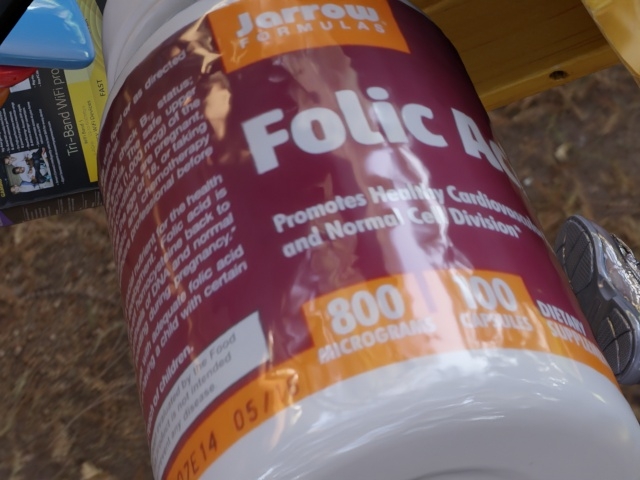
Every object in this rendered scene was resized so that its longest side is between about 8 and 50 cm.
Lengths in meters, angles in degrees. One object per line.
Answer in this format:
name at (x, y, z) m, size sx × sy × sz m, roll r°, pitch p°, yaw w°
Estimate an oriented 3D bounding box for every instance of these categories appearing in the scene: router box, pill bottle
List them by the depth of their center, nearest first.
pill bottle at (0.000, 0.000, 0.699) m, size 0.224 × 0.224 × 0.392 m, roll 2°, pitch 45°, yaw -22°
router box at (-0.240, -0.187, 1.257) m, size 0.242 × 0.081 × 0.309 m, roll -12°, pitch 82°, yaw -12°

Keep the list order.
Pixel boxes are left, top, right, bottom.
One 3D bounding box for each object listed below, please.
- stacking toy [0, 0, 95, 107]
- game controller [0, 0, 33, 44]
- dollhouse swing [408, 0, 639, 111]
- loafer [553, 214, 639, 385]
stacking toy at (-0.329, -0.101, 0.970) m, size 0.175 × 0.302 × 0.165 m, roll 52°, pitch 28°, yaw 20°
game controller at (-0.147, -0.198, 0.575) m, size 0.166 × 0.067 × 0.319 m, roll 32°, pitch 84°, yaw 17°
dollhouse swing at (0.079, -0.128, 0.806) m, size 0.347 × 0.315 × 0.305 m, roll 31°, pitch 46°, yaw -55°
loafer at (0.365, 0.077, 1.581) m, size 0.095 × 0.109 × 0.302 m, roll 13°, pitch 30°, yaw -15°
